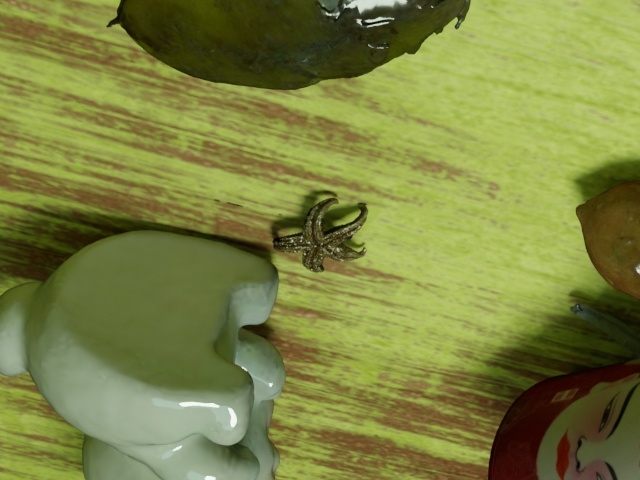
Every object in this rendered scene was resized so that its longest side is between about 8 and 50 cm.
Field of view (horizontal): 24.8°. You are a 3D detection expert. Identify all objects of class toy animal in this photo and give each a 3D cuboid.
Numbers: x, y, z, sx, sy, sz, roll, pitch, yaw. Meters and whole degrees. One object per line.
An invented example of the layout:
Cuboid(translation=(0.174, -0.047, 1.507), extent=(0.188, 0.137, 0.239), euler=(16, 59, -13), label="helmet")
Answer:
Cuboid(translation=(-0.155, 0.163, 1.262), extent=(0.241, 0.196, 0.368), euler=(8, 137, 9), label="toy animal")

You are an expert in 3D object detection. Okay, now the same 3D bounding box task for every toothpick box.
Cuboid(translation=(0.305, 0.179, 1.115), extent=(0.204, 0.204, 0.333), euler=(27, 155, -21), label="toothpick box")

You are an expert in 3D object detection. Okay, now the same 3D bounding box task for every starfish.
Cuboid(translation=(0.000, 0.000, 1.178), extent=(0.078, 0.028, 0.091), euler=(6, 143, -2), label="starfish")

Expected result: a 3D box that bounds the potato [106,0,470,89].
Cuboid(translation=(-0.023, -0.164, 0.935), extent=(0.251, 0.113, 0.149), euler=(-10, 139, 16), label="potato")

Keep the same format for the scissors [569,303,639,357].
Cuboid(translation=(0.291, 0.099, 1.251), extent=(0.212, 0.021, 0.110), euler=(32, 136, -25), label="scissors")

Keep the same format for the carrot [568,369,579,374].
Cuboid(translation=(0.257, 0.167, 1.324), extent=(0.035, 0.035, 0.142), euler=(-13, 130, 21), label="carrot")

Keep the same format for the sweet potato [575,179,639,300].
Cuboid(translation=(0.326, 0.034, 1.123), extent=(0.291, 0.097, 0.097), euler=(25, 135, -19), label="sweet potato")
